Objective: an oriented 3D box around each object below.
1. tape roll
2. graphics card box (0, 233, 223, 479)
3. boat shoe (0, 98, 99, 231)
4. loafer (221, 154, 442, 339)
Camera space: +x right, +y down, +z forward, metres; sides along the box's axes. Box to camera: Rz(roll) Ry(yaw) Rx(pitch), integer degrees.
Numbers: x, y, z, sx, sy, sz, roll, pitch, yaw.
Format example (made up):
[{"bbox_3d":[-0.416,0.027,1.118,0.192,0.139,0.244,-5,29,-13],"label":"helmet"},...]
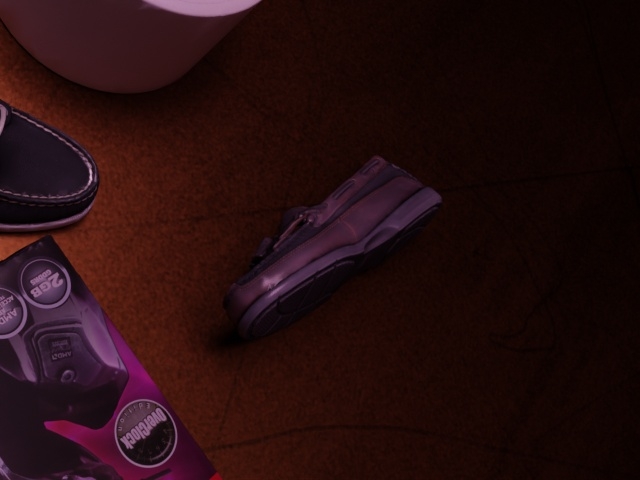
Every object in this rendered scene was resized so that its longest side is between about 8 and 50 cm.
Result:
[{"bbox_3d":[-0.172,-0.281,1.071,0.246,0.169,0.246,13,65,-29],"label":"tape roll"},{"bbox_3d":[-0.208,0.208,0.902,0.233,0.094,0.371,-36,93,-38],"label":"graphics card box"},{"bbox_3d":[-0.315,-0.086,0.945,0.303,0.091,0.114,13,65,-30],"label":"boat shoe"},{"bbox_3d":[0.000,0.000,1.134,0.095,0.109,0.303,46,44,14],"label":"loafer"}]
